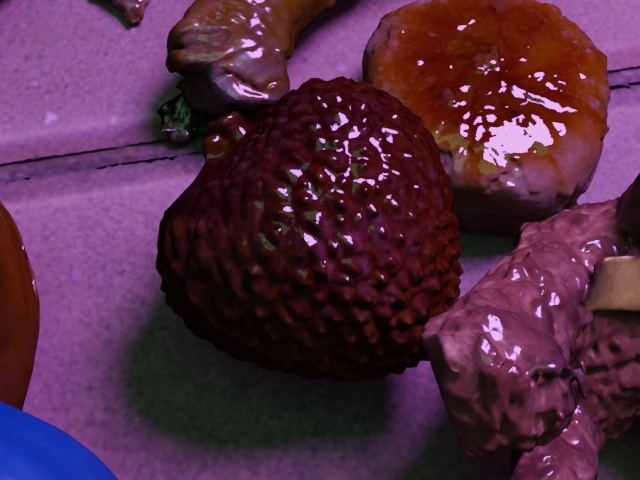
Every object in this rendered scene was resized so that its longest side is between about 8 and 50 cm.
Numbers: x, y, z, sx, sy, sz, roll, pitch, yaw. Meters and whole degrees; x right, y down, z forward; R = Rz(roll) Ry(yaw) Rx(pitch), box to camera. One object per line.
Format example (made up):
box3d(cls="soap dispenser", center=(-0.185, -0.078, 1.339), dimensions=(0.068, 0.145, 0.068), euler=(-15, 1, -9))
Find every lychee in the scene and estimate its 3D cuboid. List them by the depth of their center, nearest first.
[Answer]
box3d(cls="lychee", center=(-0.001, -0.006, 0.467), dimensions=(0.194, 0.194, 0.194), euler=(1, 64, -2))

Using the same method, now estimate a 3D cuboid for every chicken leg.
box3d(cls="chicken leg", center=(0.013, -0.250, 0.608), dimensions=(0.201, 0.153, 0.429), euler=(33, 75, 4))

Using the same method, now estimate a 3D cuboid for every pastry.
box3d(cls="pastry", center=(0.117, -0.103, 0.566), dimensions=(0.182, 0.093, 0.192), euler=(9, 65, 4))

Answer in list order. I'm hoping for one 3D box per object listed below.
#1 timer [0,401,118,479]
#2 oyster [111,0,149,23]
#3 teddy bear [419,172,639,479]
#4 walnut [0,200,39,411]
box3d(cls="timer", center=(-0.245, 0.217, 0.323), dimensions=(0.309, 0.115, 0.340), euler=(22, 91, 6))
box3d(cls="oyster", center=(-0.179, -0.269, 0.637), dimensions=(0.121, 0.045, 0.146), euler=(24, 89, -11))
box3d(cls="teddy bear", center=(0.208, 0.063, 0.427), dimensions=(0.222, 0.246, 0.296), euler=(-7, 21, 26))
box3d(cls="walnut", center=(-0.241, 0.056, 0.451), dimensions=(0.137, 0.137, 0.245), euler=(-3, 71, -4))
